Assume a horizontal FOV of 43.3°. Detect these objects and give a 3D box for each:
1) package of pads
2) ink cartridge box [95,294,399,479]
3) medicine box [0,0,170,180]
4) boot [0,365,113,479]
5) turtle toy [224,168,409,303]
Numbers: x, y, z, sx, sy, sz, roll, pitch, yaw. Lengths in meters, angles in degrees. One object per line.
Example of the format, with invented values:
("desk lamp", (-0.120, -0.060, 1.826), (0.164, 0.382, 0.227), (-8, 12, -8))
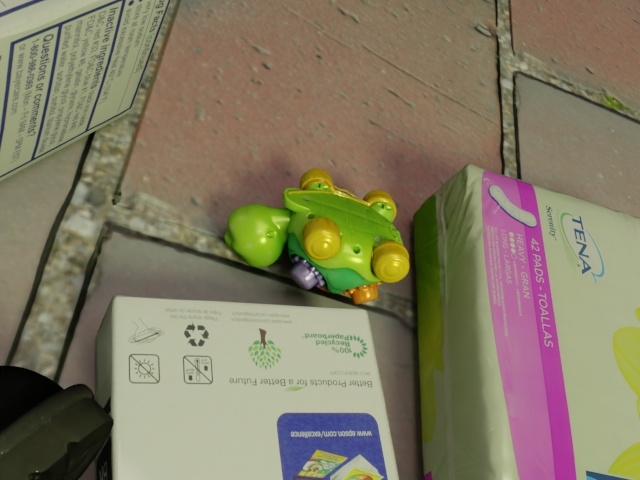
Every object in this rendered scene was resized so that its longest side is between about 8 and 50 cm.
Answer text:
("package of pads", (0.187, 0.104, 0.563), (0.229, 0.101, 0.296), (15, 54, -18))
("ink cartridge box", (-0.030, 0.190, 0.418), (0.165, 0.065, 0.332), (7, 55, -24))
("medicine box", (-0.281, -0.150, 0.457), (0.263, 0.149, 0.289), (45, 50, 6))
("boot", (-0.287, 0.077, 0.315), (0.348, 0.131, 0.260), (-29, 75, -37))
("turtle toy", (0.000, 0.000, 0.557), (0.130, 0.066, 0.095), (18, 30, -13))
